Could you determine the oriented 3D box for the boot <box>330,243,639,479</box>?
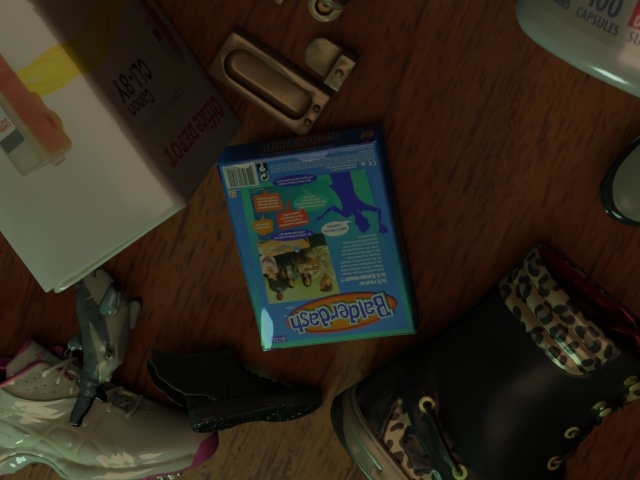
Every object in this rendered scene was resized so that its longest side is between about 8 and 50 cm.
[{"bbox_3d":[0.230,0.209,1.586,0.377,0.138,0.284,45,110,-1],"label":"boot"}]

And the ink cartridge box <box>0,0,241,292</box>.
[{"bbox_3d":[-0.258,-0.183,1.453,0.160,0.279,0.384,-31,102,17],"label":"ink cartridge box"}]

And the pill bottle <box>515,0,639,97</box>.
[{"bbox_3d":[0.337,-0.325,1.329,0.229,0.229,0.407,22,111,2],"label":"pill bottle"}]

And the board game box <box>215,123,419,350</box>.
[{"bbox_3d":[0.000,0.000,1.582,0.160,0.047,0.210,-7,115,11],"label":"board game box"}]

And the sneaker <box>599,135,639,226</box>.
[{"bbox_3d":[0.368,-0.076,1.421,0.271,0.108,0.100,-18,91,29],"label":"sneaker"}]

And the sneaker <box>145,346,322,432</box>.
[{"bbox_3d":[-0.087,0.144,1.650,0.170,0.089,0.051,-8,154,-19],"label":"sneaker"}]

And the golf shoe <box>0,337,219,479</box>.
[{"bbox_3d":[-0.257,0.175,1.666,0.306,0.115,0.140,2,106,8],"label":"golf shoe"}]

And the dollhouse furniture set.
[{"bbox_3d":[-0.040,-0.183,1.497,0.144,0.123,0.151,34,111,-3],"label":"dollhouse furniture set"}]

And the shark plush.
[{"bbox_3d":[-0.230,0.109,1.642,0.067,0.073,0.161,5,86,16],"label":"shark plush"}]
